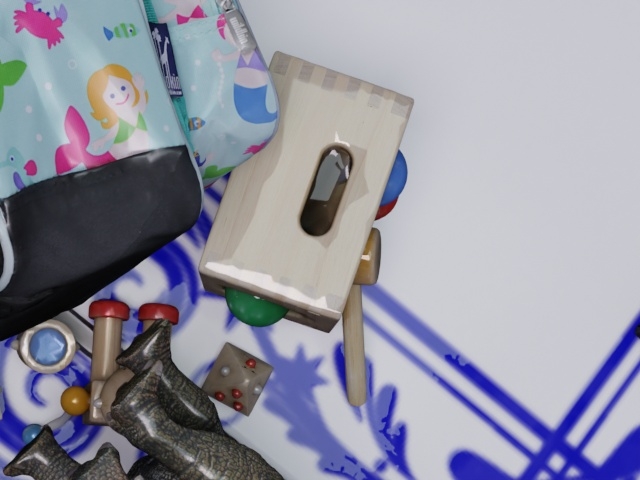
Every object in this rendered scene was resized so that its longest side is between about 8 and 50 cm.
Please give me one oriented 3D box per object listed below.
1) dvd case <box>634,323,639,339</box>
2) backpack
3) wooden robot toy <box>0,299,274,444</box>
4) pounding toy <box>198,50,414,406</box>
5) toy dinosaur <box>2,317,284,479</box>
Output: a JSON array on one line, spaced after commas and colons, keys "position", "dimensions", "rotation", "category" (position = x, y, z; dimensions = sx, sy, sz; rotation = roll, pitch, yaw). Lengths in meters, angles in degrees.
[{"position": [0.320, 0.080, 0.962], "dimensions": [0.180, 0.022, 0.253], "rotation": [-44, 97, -11], "category": "dvd case"}, {"position": [-0.148, -0.096, 0.756], "dimensions": [0.191, 0.225, 0.254], "rotation": [-25, 87, -29], "category": "backpack"}, {"position": [-0.101, 0.067, 0.832], "dimensions": [0.173, 0.079, 0.076], "rotation": [3, 87, -14], "category": "wooden robot toy"}, {"position": [0.000, 0.000, 0.844], "dimensions": [0.100, 0.130, 0.141], "rotation": [19, 83, 0], "category": "pounding toy"}, {"position": [-0.045, 0.131, 0.717], "dimensions": [0.121, 0.313, 0.160], "rotation": [-46, 103, -14], "category": "toy dinosaur"}]
